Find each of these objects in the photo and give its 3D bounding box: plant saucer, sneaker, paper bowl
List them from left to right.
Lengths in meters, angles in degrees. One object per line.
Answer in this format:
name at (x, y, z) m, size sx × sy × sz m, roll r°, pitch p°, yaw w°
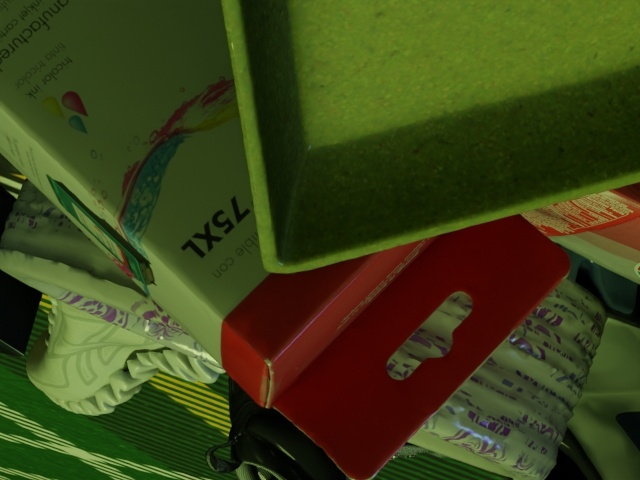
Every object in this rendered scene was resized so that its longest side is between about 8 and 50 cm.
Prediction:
sneaker at (-0.152, 0.050, 1.367) m, size 0.118 × 0.110 × 0.292 m, roll 32°, pitch 151°, yaw -22°
paper bowl at (0.000, 0.000, 0.900) m, size 0.284 × 0.148 × 0.284 m, roll 20°, pitch 172°, yaw 3°
sneaker at (0.030, 0.157, 1.417) m, size 0.268 × 0.153 × 0.101 m, roll 26°, pitch 162°, yaw -27°
plant saucer at (0.058, -0.083, 0.613) m, size 0.188 × 0.045 × 0.188 m, roll -15°, pitch 142°, yaw -6°
sneaker at (0.204, 0.125, 1.086) m, size 0.315 × 0.182 × 0.127 m, roll 24°, pitch 164°, yaw -23°

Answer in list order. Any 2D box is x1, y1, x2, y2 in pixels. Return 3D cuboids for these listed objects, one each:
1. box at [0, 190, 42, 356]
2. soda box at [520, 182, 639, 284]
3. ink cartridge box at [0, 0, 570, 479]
box at (-0.326, -0.017, 1.300) m, size 0.184 × 0.103 × 0.261 m, roll 7°, pitch 162°, yaw 22°
soda box at (0.207, -0.007, 0.804) m, size 0.263 × 0.092 × 0.083 m, roll 24°, pitch 164°, yaw -23°
ink cartridge box at (-0.022, -0.035, 0.720) m, size 0.231 × 0.134 × 0.078 m, roll 43°, pitch 166°, yaw 10°
